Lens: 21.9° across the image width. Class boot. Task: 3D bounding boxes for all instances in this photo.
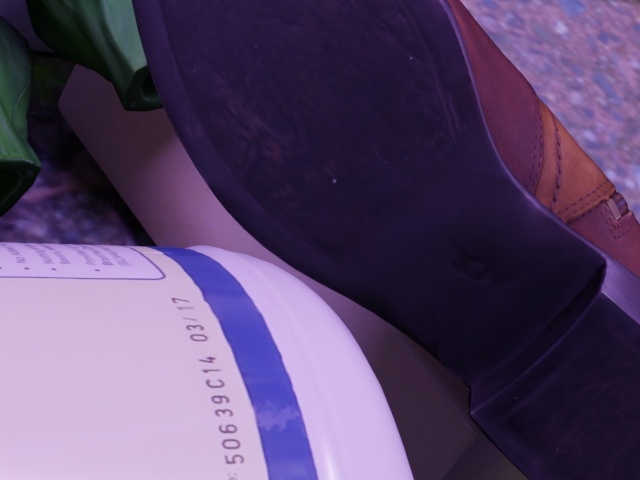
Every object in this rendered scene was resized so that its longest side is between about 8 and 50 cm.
[{"bbox_3d":[0.056,-0.048,0.622,0.264,0.096,0.280,42,17,-4],"label":"boot"}]

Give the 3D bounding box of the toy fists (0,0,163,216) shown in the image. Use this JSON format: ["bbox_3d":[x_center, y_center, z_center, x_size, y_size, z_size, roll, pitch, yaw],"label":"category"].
[{"bbox_3d":[-0.129,-0.098,0.691,0.279,0.096,0.142,-30,77,1],"label":"toy fists"}]

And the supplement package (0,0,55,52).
[{"bbox_3d":[-0.092,-0.229,0.788,0.204,0.262,0.145,4,48,-24],"label":"supplement package"}]

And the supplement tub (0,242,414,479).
[{"bbox_3d":[-0.157,0.115,0.447,0.324,0.235,0.235,2,49,-26],"label":"supplement tub"}]

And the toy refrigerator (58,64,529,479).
[{"bbox_3d":[0.000,0.000,0.746,0.102,0.094,0.269,-13,57,-45],"label":"toy refrigerator"}]
